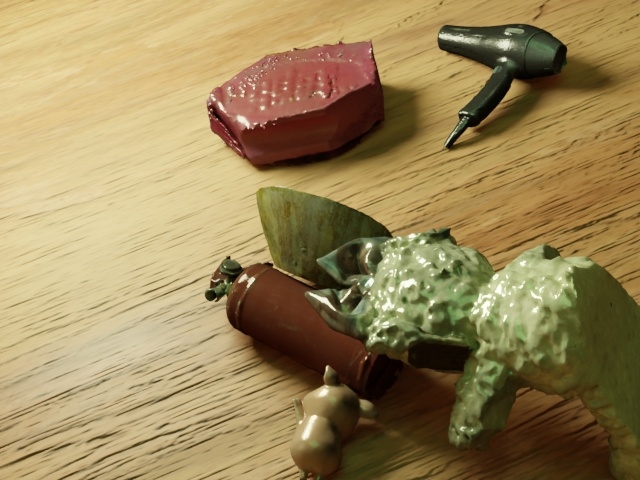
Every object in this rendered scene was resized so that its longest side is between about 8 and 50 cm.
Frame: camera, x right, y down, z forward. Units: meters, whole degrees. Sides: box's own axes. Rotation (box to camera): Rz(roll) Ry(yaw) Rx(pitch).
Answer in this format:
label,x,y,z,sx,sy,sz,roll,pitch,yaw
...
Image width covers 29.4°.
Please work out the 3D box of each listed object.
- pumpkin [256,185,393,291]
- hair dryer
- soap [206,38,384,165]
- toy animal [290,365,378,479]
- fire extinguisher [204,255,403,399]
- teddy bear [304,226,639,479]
label,x,y,z,sx,sy,sz,roll,pitch,yaw
pumpkin,-0.004,0.014,1.729,0.217,0.217,0.110,12,77,19
hair dryer,0.251,-0.259,2.000,0.235,0.091,0.272,17,57,34
soap,-0.042,-0.220,1.990,0.289,0.112,0.182,-9,46,2
toy animal,0.009,0.247,1.589,0.089,0.083,0.150,-2,58,45
fire extinguisher,-0.030,0.101,1.719,0.337,0.106,0.147,26,27,28
teddy bear,0.225,0.139,1.569,0.362,0.375,0.327,-11,42,38
